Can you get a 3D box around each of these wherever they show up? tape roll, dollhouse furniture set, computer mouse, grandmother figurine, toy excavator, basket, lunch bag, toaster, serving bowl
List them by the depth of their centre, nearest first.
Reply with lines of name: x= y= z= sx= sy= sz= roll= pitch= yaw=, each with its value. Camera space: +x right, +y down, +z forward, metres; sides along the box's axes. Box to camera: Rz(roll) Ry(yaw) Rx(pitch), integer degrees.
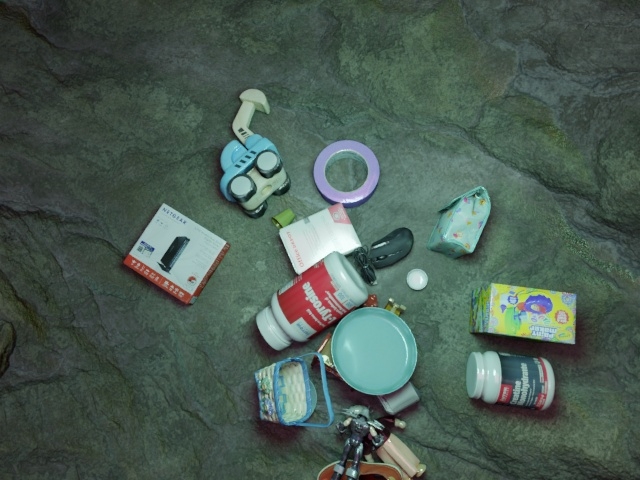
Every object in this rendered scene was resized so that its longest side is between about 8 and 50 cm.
basket: x=-0.092 y=0.555 z=1.690 sx=0.288 sy=0.201 sz=0.255 roll=-17 pitch=75 yaw=27
grandmother figurine: x=0.238 y=0.754 z=1.744 sx=0.342 sy=0.104 sz=0.208 roll=43 pitch=76 yaw=8
toaster: x=0.264 y=0.544 z=1.752 sx=0.146 sy=0.129 sz=0.227 roll=-31 pitch=87 yaw=-12
lunch bag: x=0.547 y=-0.079 z=1.820 sx=0.160 sy=0.223 sz=0.263 roll=23 pitch=81 yaw=1
dollhouse furniture set: x=0.148 y=0.375 z=1.821 sx=0.201 sy=0.152 sz=0.374 roll=33 pitch=66 yaw=10
computer mouse: x=0.276 y=0.052 z=1.857 sx=0.272 sy=0.072 sz=0.189 roll=-33 pitch=122 yaw=-11
serving bowl: x=0.392 y=0.159 z=1.884 sx=0.083 sy=0.027 sz=0.084 roll=-1 pitch=79 yaw=4
tape roll: x=0.111 y=-0.280 z=1.962 sx=0.274 sy=0.090 sz=0.275 roll=-1 pitch=79 yaw=5
toy excavator: x=-0.302 y=-0.391 z=1.968 sx=0.433 sy=0.222 sz=0.445 roll=-43 pitch=71 yaw=-6

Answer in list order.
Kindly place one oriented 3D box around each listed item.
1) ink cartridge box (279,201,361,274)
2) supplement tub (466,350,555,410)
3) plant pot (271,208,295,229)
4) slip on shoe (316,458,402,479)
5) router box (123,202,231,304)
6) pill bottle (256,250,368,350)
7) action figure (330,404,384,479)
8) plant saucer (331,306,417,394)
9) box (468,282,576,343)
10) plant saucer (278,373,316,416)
ink cartridge box: x=0.000 y=0.000 z=1.898 sx=0.282 sy=0.117 sz=0.207 roll=-24 pitch=78 yaw=-1
supplement tub: x=0.695 y=0.513 z=1.709 sx=0.271 sy=0.191 sz=0.191 roll=6 pitch=79 yaw=5
plant pot: x=-0.151 y=-0.092 z=1.954 sx=0.079 sy=0.083 sz=0.083 roll=-42 pitch=79 yaw=-17
slip on shoe: x=0.133 y=0.879 z=1.693 sx=0.330 sy=0.101 sz=0.123 roll=-11 pitch=88 yaw=22
router box: x=-0.601 y=0.056 z=1.949 sx=0.335 sy=0.082 sz=0.301 roll=30 pitch=82 yaw=9
pill bottle: x=-0.038 y=0.241 z=1.778 sx=0.407 sy=0.229 sz=0.229 roll=-36 pitch=78 yaw=12
action figure: x=0.124 y=0.734 z=1.669 sx=0.185 sy=0.099 sz=0.285 roll=12 pitch=71 yaw=31
plant saucer: x=0.194 y=0.404 z=1.702 sx=0.317 sy=0.044 sz=0.318 roll=3 pitch=64 yaw=-5
box: x=0.732 y=0.276 z=1.709 sx=0.289 sy=0.279 sz=0.177 roll=7 pitch=80 yaw=5
plant saucer: x=-0.110 y=0.619 z=1.825 sx=0.194 sy=0.037 sz=0.195 roll=-1 pitch=79 yaw=3
